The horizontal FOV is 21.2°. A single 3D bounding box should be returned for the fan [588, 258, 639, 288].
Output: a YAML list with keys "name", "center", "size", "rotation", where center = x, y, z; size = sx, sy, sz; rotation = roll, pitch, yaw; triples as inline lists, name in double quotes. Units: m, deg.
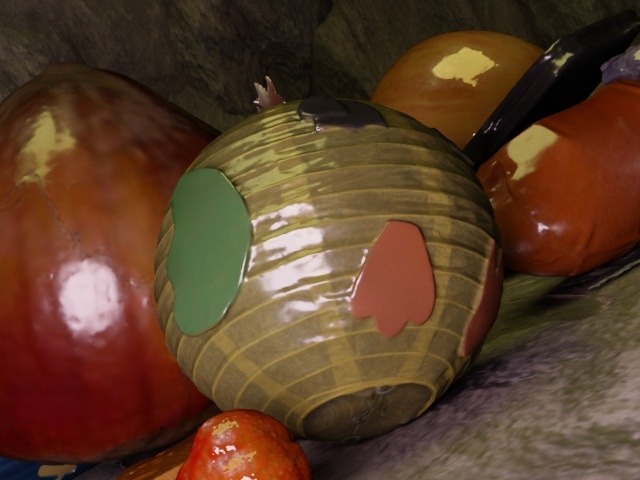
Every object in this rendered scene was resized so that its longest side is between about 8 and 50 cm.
- name: "fan"
  center: [0.344, -0.039, 1.347]
  size: [0.329, 0.009, 0.191]
  rotation: [-27, 4, -11]

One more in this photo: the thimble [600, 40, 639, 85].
- name: "thimble"
  center: [0.333, -0.126, 1.556]
  size: [0.150, 0.150, 0.098]
  rotation: [-23, 7, 41]

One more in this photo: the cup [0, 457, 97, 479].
- name: "cup"
  center: [-0.310, 0.213, 1.709]
  size: [0.155, 0.131, 0.176]
  rotation: [-24, -23, -22]

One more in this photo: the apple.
- name: "apple"
  center: [0.179, -0.115, 1.898]
  size: [0.242, 0.242, 0.241]
  rotation: [-30, 17, -31]

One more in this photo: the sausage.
- name: "sausage"
  center: [0.225, -0.048, 1.407]
  size: [0.133, 0.133, 0.258]
  rotation: [-23, 5, 46]

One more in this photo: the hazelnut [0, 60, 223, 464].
- name: "hazelnut"
  center: [-0.177, 0.027, 1.518]
  size: [0.359, 0.359, 0.409]
  rotation: [-27, 10, 2]

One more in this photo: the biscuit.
- name: "biscuit"
  center: [-0.098, 0.171, 1.300]
  size: [0.183, 0.043, 0.280]
  rotation: [-29, 3, 34]

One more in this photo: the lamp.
- name: "lamp"
  center: [0.000, 0.000, 1.200]
  size: [0.250, 0.284, 0.250]
  rotation: [-13, -31, -8]

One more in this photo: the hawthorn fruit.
- name: "hawthorn fruit"
  center: [-0.051, 0.148, 1.035]
  size: [0.093, 0.093, 0.093]
  rotation: [-27, 4, 2]

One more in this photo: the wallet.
- name: "wallet"
  center: [0.165, -0.072, 1.641]
  size: [0.377, 0.051, 0.197]
  rotation: [-53, -13, 32]
